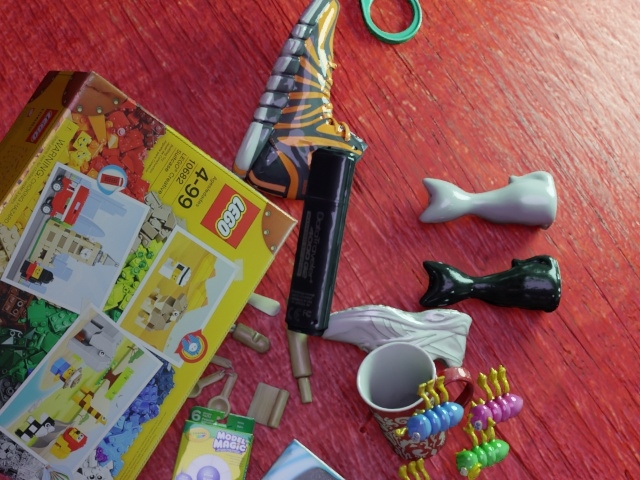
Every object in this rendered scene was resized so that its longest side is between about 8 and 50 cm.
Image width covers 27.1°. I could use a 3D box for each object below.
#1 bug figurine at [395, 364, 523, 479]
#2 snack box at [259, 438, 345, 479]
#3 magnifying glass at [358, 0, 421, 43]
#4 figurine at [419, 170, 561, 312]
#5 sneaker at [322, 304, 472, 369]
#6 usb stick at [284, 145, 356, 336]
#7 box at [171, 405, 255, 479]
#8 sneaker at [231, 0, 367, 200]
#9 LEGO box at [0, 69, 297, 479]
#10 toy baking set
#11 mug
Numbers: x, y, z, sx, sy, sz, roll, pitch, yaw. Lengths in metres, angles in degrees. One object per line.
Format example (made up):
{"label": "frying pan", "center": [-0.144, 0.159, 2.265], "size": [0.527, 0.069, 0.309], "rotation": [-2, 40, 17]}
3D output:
{"label": "bug figurine", "center": [0.186, 0.292, 1.873], "size": [0.216, 0.279, 0.072], "rotation": [-21, 51, -24]}
{"label": "snack box", "center": [-0.065, 0.448, 1.765], "size": [0.187, 0.060, 0.322], "rotation": [39, 78, 3]}
{"label": "magnifying glass", "center": [0.075, -0.415, 2.128], "size": [0.092, 0.026, 0.231], "rotation": [-35, 82, -11]}
{"label": "figurine", "center": [0.252, 0.002, 2.024], "size": [0.209, 0.092, 0.215], "rotation": [0, 77, -4]}
{"label": "sneaker", "center": [0.111, 0.156, 1.982], "size": [0.232, 0.090, 0.115], "rotation": [3, 81, -3]}
{"label": "usb stick", "center": [0.000, 0.000, 1.953], "size": [0.077, 0.045, 0.278], "rotation": [11, 93, 38]}
{"label": "box", "center": [-0.161, 0.337, 1.939], "size": [0.105, 0.043, 0.179], "rotation": [12, 77, 1]}
{"label": "sneaker", "center": [0.001, -0.209, 2.043], "size": [0.180, 0.124, 0.321], "rotation": [23, 88, -4]}
{"label": "LEGO box", "center": [-0.333, 0.075, 1.818], "size": [0.372, 0.193, 0.500], "rotation": [36, 80, -26]}
{"label": "toy baking set", "center": [-0.114, 0.156, 1.990], "size": [0.196, 0.030, 0.256], "rotation": [-4, 79, -6]}
{"label": "mug", "center": [0.141, 0.242, 1.904], "size": [0.150, 0.169, 0.113], "rotation": [11, 57, 24]}
